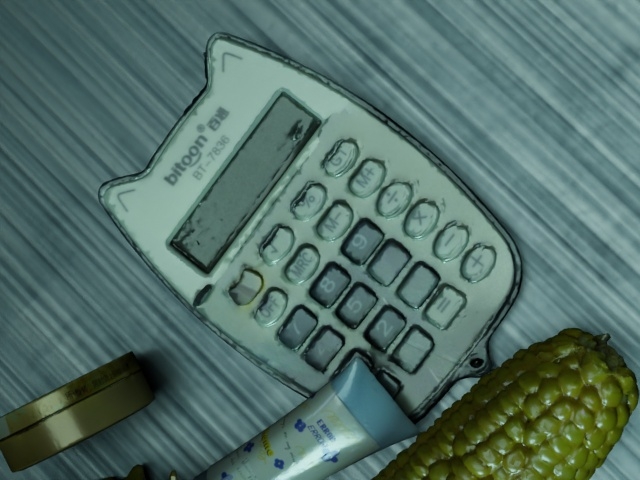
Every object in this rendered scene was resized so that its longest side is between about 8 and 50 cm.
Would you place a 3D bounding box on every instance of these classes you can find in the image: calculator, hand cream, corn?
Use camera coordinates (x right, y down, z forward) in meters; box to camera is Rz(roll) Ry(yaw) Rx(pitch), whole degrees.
[{"bbox_3d":[0.000,0.000,0.940,0.268,0.040,0.177,40,98,10],"label":"calculator"},{"bbox_3d":[-0.024,0.139,0.933,0.170,0.043,0.065,-34,105,22],"label":"hand cream"},{"bbox_3d":[0.069,0.172,0.896,0.102,0.102,0.313,41,95,10],"label":"corn"}]

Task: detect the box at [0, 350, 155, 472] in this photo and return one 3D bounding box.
[{"bbox_3d":[-0.157,0.109,0.943,0.105,0.105,0.037,-28,89,12],"label":"box"}]

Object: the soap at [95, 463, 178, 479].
[{"bbox_3d":[-0.194,0.330,0.878,0.293,0.156,0.335,-11,87,-22],"label":"soap"}]
